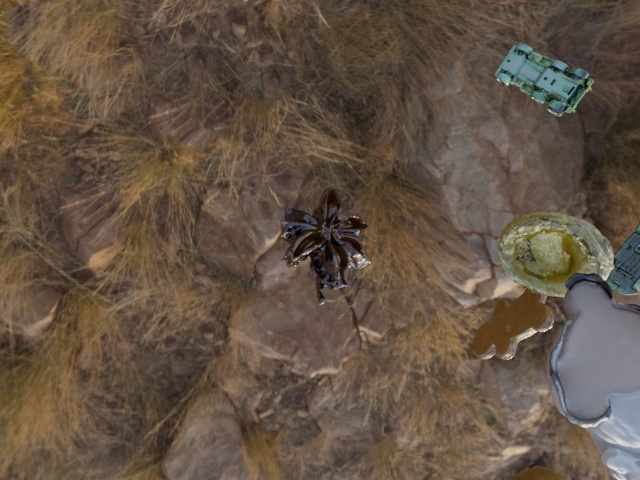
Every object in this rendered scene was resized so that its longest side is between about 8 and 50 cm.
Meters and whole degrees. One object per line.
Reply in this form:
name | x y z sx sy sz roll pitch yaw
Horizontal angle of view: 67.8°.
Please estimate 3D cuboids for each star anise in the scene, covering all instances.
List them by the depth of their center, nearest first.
star anise | 0.000 0.000 0.955 0.220 0.125 0.190 -37 95 -39

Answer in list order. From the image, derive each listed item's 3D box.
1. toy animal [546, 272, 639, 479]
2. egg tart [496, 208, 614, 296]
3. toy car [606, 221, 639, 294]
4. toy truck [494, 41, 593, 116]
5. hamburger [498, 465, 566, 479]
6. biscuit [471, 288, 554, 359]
toy animal | 0.464 0.235 0.716 0.193 0.258 0.357 -9 144 33
egg tart | 0.619 0.026 1.264 0.118 0.288 0.288 -40 128 -36
toy car | 1.115 0.061 1.657 0.306 0.136 0.125 -52 143 4
toy truck | 0.650 -0.464 1.401 0.135 0.259 0.128 2 125 -57
hamburger | 0.479 0.631 0.991 0.259 0.283 0.144 -4 155 -46
biscuit | 0.591 0.266 1.479 0.047 0.216 0.340 26 130 -8
